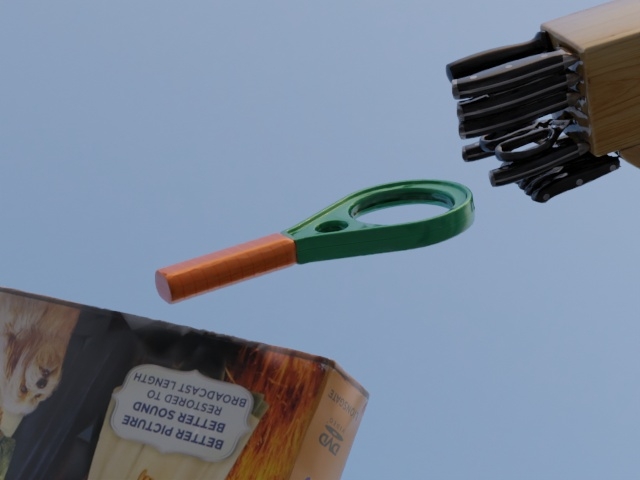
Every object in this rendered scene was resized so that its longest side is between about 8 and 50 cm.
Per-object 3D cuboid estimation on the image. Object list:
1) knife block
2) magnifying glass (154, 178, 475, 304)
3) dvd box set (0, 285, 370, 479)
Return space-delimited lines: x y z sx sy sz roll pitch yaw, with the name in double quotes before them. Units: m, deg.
"knife block" 0.237 -0.151 1.207 0.242 0.088 0.275 26 -77 -26
"magnifying glass" 0.000 0.000 0.993 0.231 0.092 0.026 -15 -68 -25
"dvd box set" -0.182 0.234 0.799 0.062 0.307 0.420 48 -122 -53
